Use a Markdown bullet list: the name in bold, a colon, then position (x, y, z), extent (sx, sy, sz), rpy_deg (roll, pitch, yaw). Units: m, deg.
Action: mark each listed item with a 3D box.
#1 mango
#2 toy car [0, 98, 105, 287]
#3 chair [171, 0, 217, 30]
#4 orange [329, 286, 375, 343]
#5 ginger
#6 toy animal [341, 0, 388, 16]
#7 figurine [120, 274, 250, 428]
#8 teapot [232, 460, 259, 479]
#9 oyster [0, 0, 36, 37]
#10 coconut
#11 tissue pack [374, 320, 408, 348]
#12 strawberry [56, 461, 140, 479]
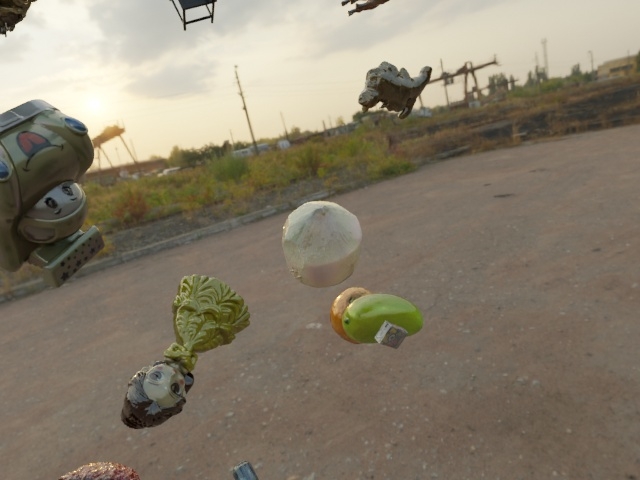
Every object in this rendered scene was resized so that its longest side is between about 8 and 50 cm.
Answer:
- **mango**: position (0.208, 0.261, 1.441), extent (0.272, 0.185, 0.149), rpy_deg (-12, 41, 11)
- **toy car**: position (-0.586, -0.084, 0.881), extent (0.336, 0.226, 0.242), rpy_deg (-51, 7, 43)
- **chair**: position (-0.458, -0.900, 1.510), extent (0.141, 0.155, 0.260), rpy_deg (-27, 3, -18)
- **orange**: position (0.163, 0.330, 1.835), extent (0.246, 0.246, 0.246), rpy_deg (-11, 13, 3)
- **ginger**: position (0.224, -0.458, 1.293), extent (0.080, 0.166, 0.333), rpy_deg (24, 29, 38)
- **toy animal**: position (0.188, -0.691, 1.148), extent (0.229, 0.066, 0.224), rpy_deg (-26, 23, -7)
- **figurine**: position (-0.291, 0.241, 0.892), extent (0.168, 0.187, 0.315), rpy_deg (-14, 29, 25)
- **teapot**: position (-0.184, 0.588, 1.025), extent (0.063, 0.049, 0.083), rpy_deg (-4, 40, -44)
- **oyster**: position (-0.650, -0.499, 0.814), extent (0.361, 0.221, 0.096), rpy_deg (22, 27, 25)
- **coconut**: position (0.000, 0.000, 1.098), extent (0.224, 0.224, 0.234), rpy_deg (-4, -31, 7)
- **tissue pack**: position (0.201, 0.268, 1.189), extent (0.083, 0.063, 0.035), rpy_deg (26, 8, -36)
- **strawberry**: position (-0.496, 0.570, 0.972), extent (0.192, 0.140, 0.085), rpy_deg (5, 22, -14)
